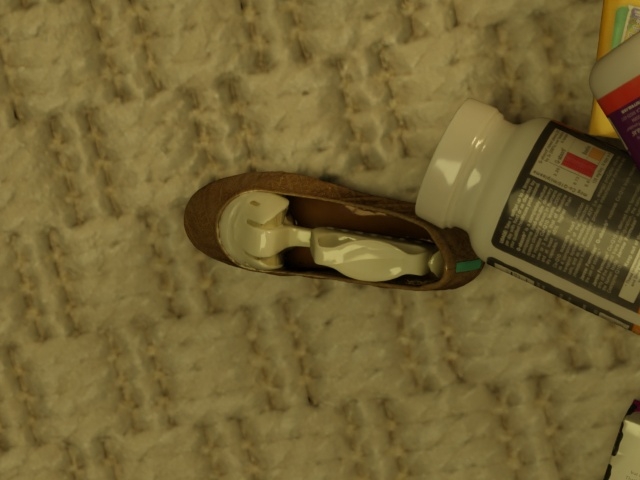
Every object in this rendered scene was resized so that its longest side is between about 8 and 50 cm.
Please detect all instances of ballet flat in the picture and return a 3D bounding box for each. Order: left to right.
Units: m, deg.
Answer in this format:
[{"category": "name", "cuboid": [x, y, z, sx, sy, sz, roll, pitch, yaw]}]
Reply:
[{"category": "ballet flat", "cuboid": [0.000, 0.000, 2.000, 0.342, 0.124, 0.116, 11, 106, 16]}]

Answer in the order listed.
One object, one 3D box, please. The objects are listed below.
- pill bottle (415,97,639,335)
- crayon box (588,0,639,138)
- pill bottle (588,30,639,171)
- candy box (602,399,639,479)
[{"category": "pill bottle", "cuboid": [0.246, -0.026, 1.889, 0.278, 0.162, 0.162, 26, 110, 11]}, {"category": "crayon box", "cuboid": [0.379, -0.250, 1.831, 0.203, 0.083, 0.323, 10, 106, 16]}, {"category": "pill bottle", "cuboid": [0.393, -0.063, 1.722, 0.181, 0.181, 0.323, -32, 89, 23]}, {"category": "candy box", "cuboid": [0.359, 0.301, 1.981, 0.159, 0.071, 0.233, 20, 109, 12]}]
